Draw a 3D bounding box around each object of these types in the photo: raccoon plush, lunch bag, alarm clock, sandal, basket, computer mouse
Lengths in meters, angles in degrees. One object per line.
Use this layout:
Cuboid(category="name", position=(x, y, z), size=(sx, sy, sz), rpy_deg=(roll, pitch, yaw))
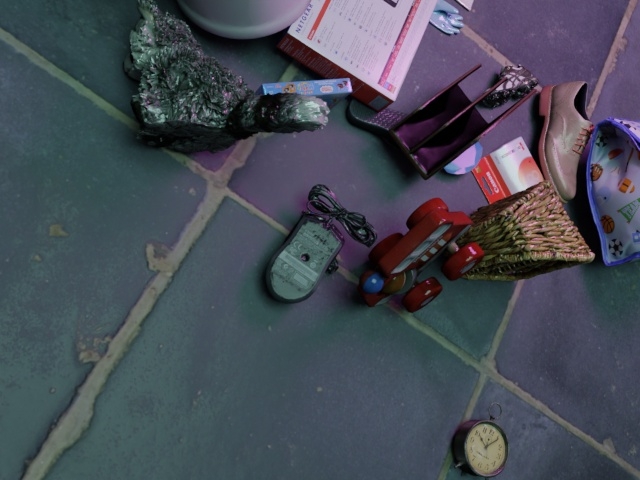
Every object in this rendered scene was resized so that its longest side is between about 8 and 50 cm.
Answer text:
Cuboid(category="raccoon plush", position=(-0.202, -0.351, 1.428), size=(0.445, 0.216, 0.300), rpy_deg=(0, 79, 2))
Cuboid(category="lunch bag", position=(0.898, -0.148, 1.891), size=(0.327, 0.238, 0.386), rpy_deg=(-3, 76, -42))
Cuboid(category="alarm clock", position=(0.386, 0.473, 1.636), size=(0.129, 0.064, 0.192), rpy_deg=(35, 69, -14))
Cuboid(category="sandal", position=(0.181, -0.278, 1.723), size=(0.254, 0.054, 0.097), rpy_deg=(27, 61, -7))
Cuboid(category="basket", position=(0.440, 0.028, 1.627), size=(0.213, 0.299, 0.223), rpy_deg=(-33, 93, -26))
Cuboid(category="computer mouse", position=(-0.018, 0.029, 1.535), size=(0.188, 0.072, 0.272), rpy_deg=(40, 73, -1))

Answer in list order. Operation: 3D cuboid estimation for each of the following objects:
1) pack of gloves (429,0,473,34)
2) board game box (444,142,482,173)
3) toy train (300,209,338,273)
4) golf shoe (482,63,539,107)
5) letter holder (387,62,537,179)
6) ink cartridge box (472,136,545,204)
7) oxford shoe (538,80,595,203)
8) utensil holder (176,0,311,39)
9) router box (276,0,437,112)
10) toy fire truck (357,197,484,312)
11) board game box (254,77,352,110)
Cuboid(category="pack of gloves", position=(0.321, -0.682, 1.874), size=(0.232, 0.046, 0.195), rpy_deg=(29, 69, -17))
Cuboid(category="board game box", position=(0.336, -0.246, 1.792), size=(0.133, 0.033, 0.169), rpy_deg=(-37, 90, -22))
Cuboid(category="toy train", position=(0.000, 0.000, 1.585), size=(0.036, 0.027, 0.158), rpy_deg=(-27, 91, -30))
Cuboid(category="golf shoe", position=(0.502, -0.427, 1.893), size=(0.198, 0.077, 0.094), rpy_deg=(-21, 74, -31))
Cuboid(category="letter holder", position=(0.348, -0.312, 1.654), size=(0.302, 0.214, 0.152), rpy_deg=(-39, 92, -36))
Cuboid(category="ink cartridge box", position=(0.501, -0.180, 1.846), size=(0.179, 0.045, 0.146), rpy_deg=(-29, 91, -29))
Cuboid(category="oxford shoe", position=(0.676, -0.275, 1.884), size=(0.123, 0.130, 0.349), rpy_deg=(11, 74, -46))
Cuboid(category="utensil holder", position=(-0.170, -0.661, 1.402), size=(0.327, 0.385, 0.328), rpy_deg=(0, 69, -1))
Cuboid(category="router box", position=(0.098, -0.531, 1.667), size=(0.301, 0.082, 0.336), rpy_deg=(30, 71, -16))
Cuboid(category="toy fire truck", position=(0.192, 0.039, 1.500), size=(0.169, 0.302, 0.253), rpy_deg=(55, 26, 19))
Cuboid(category="board game box", position=(-0.057, -0.314, 1.555), size=(0.211, 0.160, 0.039), rpy_deg=(-11, 84, -26))
